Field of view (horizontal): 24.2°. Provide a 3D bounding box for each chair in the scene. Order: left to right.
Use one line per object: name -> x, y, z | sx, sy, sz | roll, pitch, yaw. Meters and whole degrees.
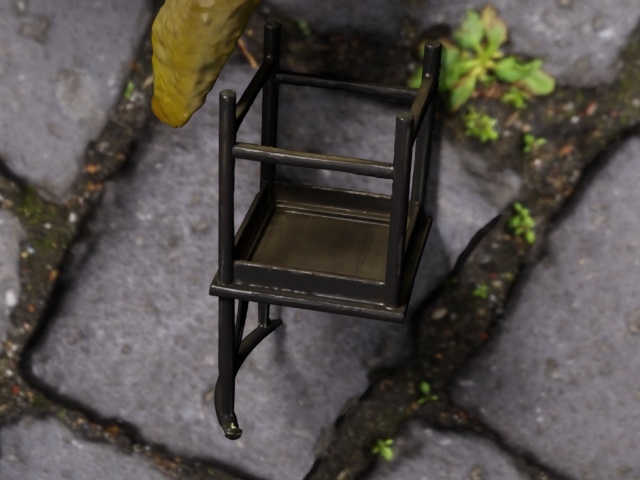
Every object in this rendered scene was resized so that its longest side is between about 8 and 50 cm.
chair -> 0.000, 0.000, 1.038 | 0.141, 0.154, 0.260 | 8, 120, 9

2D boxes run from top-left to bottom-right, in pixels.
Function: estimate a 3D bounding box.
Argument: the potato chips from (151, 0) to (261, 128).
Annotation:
potato chips -> 0.005, -0.226, 0.891 | 0.080, 0.057, 0.407 | 23, 116, -44
